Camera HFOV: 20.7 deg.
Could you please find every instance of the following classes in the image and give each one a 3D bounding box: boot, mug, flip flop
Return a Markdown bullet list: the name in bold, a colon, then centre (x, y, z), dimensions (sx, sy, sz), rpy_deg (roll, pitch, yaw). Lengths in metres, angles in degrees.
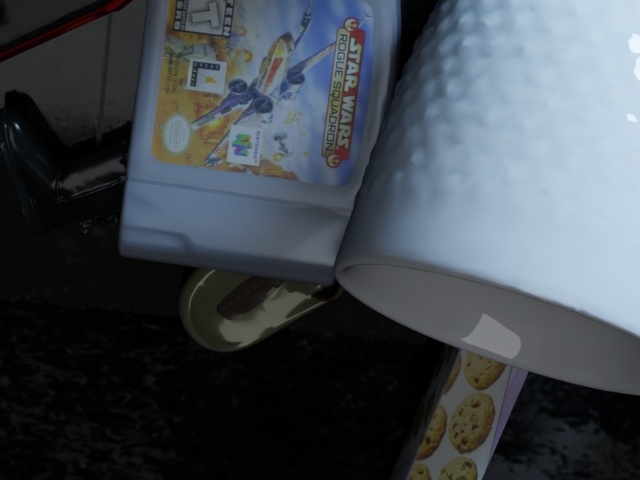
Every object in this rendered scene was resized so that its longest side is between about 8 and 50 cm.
- **boot**: centre (-0.198, -0.062, 1.401), dimensions (0.099, 0.045, 0.121), rpy_deg (-14, 116, 5)
- **mug**: centre (0.220, -0.068, 1.304), dimensions (0.374, 0.276, 0.328), rpy_deg (30, 74, -43)
- **flip flop**: centre (0.000, 0.000, 1.410), dimensions (0.277, 0.080, 0.112), rpy_deg (-37, 106, 10)

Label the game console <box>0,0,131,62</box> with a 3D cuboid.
- **game console**: centre (-0.348, -0.274, 1.325), dimensions (0.386, 0.060, 0.342), rpy_deg (-24, 103, 5)

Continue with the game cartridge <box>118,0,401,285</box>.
- **game cartridge**: centre (-0.040, -0.121, 1.338), dimensions (0.198, 0.062, 0.297), rpy_deg (8, 95, 10)

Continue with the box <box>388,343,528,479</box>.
- **box**: centre (0.101, 0.195, 1.489), dimensions (0.067, 0.063, 0.324), rpy_deg (20, 107, -7)
